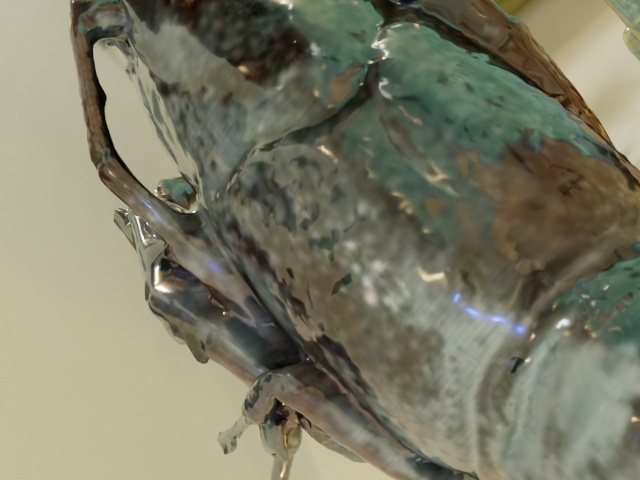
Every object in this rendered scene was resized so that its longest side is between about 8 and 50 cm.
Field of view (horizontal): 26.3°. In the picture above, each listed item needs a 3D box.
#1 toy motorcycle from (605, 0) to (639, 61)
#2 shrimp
[{"bbox_3d":[0.235,-0.157,0.927,0.296,0.109,0.198,35,-159,-46],"label":"toy motorcycle"},{"bbox_3d":[0.001,0.001,0.413,0.372,0.172,0.137,39,-179,35],"label":"shrimp"}]
